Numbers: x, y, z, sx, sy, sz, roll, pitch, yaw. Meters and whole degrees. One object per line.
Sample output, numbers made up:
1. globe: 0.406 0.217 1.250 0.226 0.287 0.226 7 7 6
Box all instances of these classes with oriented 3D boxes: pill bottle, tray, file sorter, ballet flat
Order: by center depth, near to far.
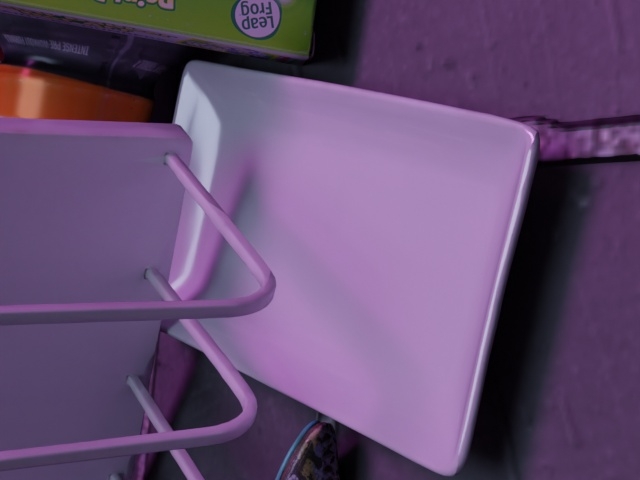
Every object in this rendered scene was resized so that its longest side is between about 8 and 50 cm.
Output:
1. file sorter: -0.147 0.102 0.618 0.173 0.193 0.277 46 130 52
2. ballet flat: -0.010 0.136 0.620 0.041 0.041 0.114 50 122 45
3. tray: 0.000 0.000 0.632 0.270 0.030 0.145 19 98 52
4. pill bottle: -0.119 -0.177 0.739 0.130 0.130 0.245 12 93 53

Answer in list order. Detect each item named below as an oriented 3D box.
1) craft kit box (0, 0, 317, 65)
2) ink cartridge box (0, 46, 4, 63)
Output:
1. craft kit box: -0.106 -0.226 0.646 0.061 0.250 0.246 -179 99 -85
2. ink cartridge box: -0.300 -0.184 0.936 0.128 0.176 0.127 -42 52 40
